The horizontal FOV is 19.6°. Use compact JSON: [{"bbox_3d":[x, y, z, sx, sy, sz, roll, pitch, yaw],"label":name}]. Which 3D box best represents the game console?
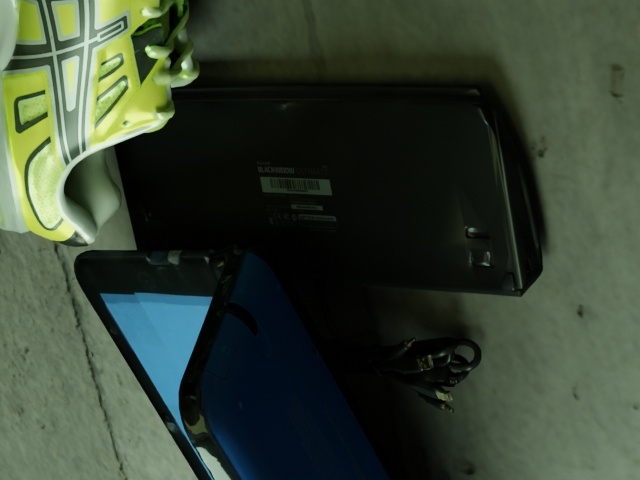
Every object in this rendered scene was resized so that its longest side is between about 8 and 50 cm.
[{"bbox_3d":[-0.049,0.160,1.137,0.173,0.250,0.293,-20,115,20],"label":"game console"}]

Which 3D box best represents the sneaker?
[{"bbox_3d":[-0.124,-0.153,1.092,0.147,0.145,0.385,32,132,-3],"label":"sneaker"}]

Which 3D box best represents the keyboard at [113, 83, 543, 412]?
[{"bbox_3d":[0.000,0.000,1.132,0.317,0.033,0.202,5,112,41],"label":"keyboard"}]
